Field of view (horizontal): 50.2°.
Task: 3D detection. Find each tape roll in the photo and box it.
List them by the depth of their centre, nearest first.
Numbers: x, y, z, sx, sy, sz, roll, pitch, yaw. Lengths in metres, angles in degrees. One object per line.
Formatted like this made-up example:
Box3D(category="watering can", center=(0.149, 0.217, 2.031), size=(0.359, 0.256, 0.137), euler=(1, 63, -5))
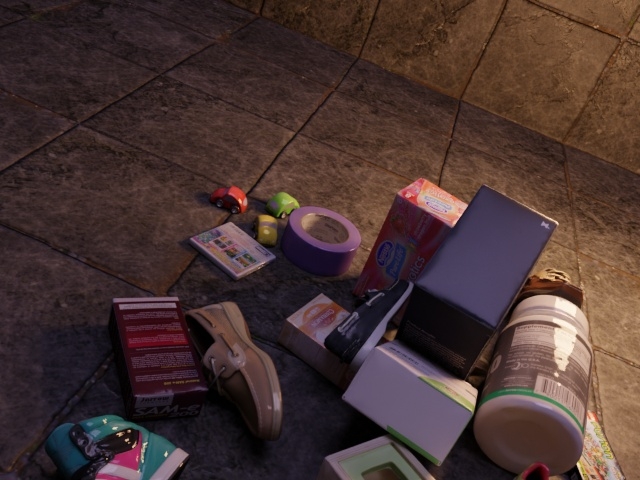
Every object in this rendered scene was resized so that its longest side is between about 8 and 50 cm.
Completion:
Box3D(category="tape roll", center=(0.000, 0.000, 1.713), size=(0.188, 0.080, 0.189), euler=(14, 33, -10))

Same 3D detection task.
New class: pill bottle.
Box3D(category="pill bottle", center=(0.450, 0.285, 1.409), size=(0.204, 0.204, 0.361), euler=(27, 39, 8))

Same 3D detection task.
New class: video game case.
Box3D(category="video game case", center=(-0.208, 0.022, 1.616), size=(0.157, 0.019, 0.143), euler=(36, 35, 21))

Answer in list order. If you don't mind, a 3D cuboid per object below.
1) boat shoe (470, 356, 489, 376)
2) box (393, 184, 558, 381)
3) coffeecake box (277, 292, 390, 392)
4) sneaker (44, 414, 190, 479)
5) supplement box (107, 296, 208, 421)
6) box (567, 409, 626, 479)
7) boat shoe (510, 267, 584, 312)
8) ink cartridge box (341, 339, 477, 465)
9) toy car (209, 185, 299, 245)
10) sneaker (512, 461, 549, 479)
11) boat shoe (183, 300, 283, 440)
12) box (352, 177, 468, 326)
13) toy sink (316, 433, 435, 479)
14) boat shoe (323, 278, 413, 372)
Box3D(category="boat shoe", center=(0.276, 0.275, 1.497), size=(0.189, 0.068, 0.072), euler=(13, 45, 3))
Box3D(category="box", center=(0.309, 0.099, 1.404), size=(0.182, 0.294, 0.296), euler=(31, 59, 15))
Box3D(category="coffeecake box", center=(0.029, 0.211, 1.430), size=(0.185, 0.068, 0.142), euler=(34, 33, 18))
Box3D(category="sneaker", center=(-0.332, 0.348, 0.961), size=(0.178, 0.124, 0.295), euler=(33, 26, 9))
Box3D(category="supplement box", center=(-0.300, 0.208, 1.237), size=(0.130, 0.073, 0.239), euler=(1, 37, -28))
Box3D(category="box", center=(0.556, 0.438, 1.434), size=(0.114, 0.036, 0.207), euler=(14, 33, -12))
Box3D(category="boat shoe", center=(0.549, 0.122, 1.663), size=(0.122, 0.120, 0.324), euler=(29, -9, 1))
Box3D(category="ink cartridge box", center=(0.175, 0.285, 1.260), size=(0.198, 0.115, 0.273), euler=(32, 3, 15))
Box3D(category="toy car", center=(-0.139, -0.089, 1.785), size=(0.239, 0.053, 0.225), euler=(41, 37, 27))
Box3D(category="sneaker", center=(0.370, 0.472, 1.213), size=(0.081, 0.094, 0.208), euler=(26, 28, 4))
Box3D(category="boat shoe", center=(-0.165, 0.238, 1.244), size=(0.110, 0.122, 0.341), euler=(-3, 29, -27))
Box3D(category="box", center=(0.212, 0.028, 1.589), size=(0.154, 0.300, 0.142), euler=(35, 34, 19))
Box3D(category="toy sink", center=(0.115, 0.438, 1.066), size=(0.152, 0.131, 0.234), euler=(-6, 36, -36))
Box3D(category="boat shoe", center=(0.105, 0.148, 1.399), size=(0.091, 0.114, 0.302), euler=(35, 31, 8))
